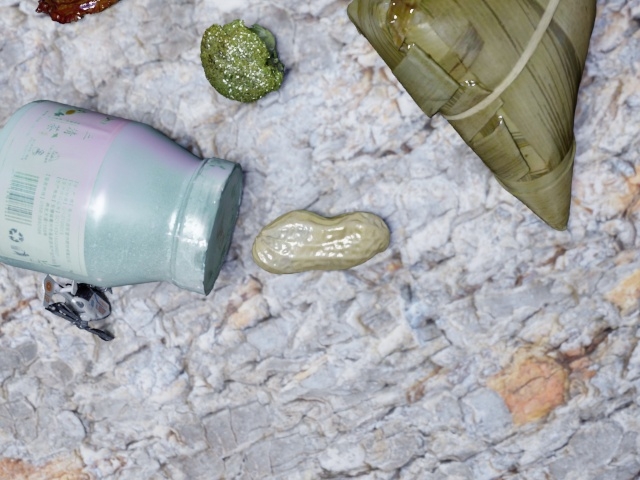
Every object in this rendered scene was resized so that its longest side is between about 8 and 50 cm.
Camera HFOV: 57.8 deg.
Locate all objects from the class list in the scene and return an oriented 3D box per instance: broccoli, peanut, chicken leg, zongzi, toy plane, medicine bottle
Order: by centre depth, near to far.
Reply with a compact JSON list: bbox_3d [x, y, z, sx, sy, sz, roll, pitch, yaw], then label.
[{"bbox_3d":[0.339,-0.330,0.799,0.467,0.218,0.500,38,89,-30],"label":"zongzi"},{"bbox_3d":[-0.274,-0.047,0.823,0.290,0.245,0.245,14,102,-2],"label":"medicine bottle"},{"bbox_3d":[-0.112,-0.259,0.837,0.130,0.131,0.120,36,61,-2],"label":"broccoli"},{"bbox_3d":[-0.326,-0.389,0.850,0.219,0.048,0.089,-26,102,8],"label":"chicken leg"},{"bbox_3d":[0.000,0.000,0.894,0.214,0.090,0.099,-4,92,1],"label":"peanut"},{"bbox_3d":[-0.377,0.096,0.908,0.053,0.197,0.078,-8,64,4],"label":"toy plane"}]
